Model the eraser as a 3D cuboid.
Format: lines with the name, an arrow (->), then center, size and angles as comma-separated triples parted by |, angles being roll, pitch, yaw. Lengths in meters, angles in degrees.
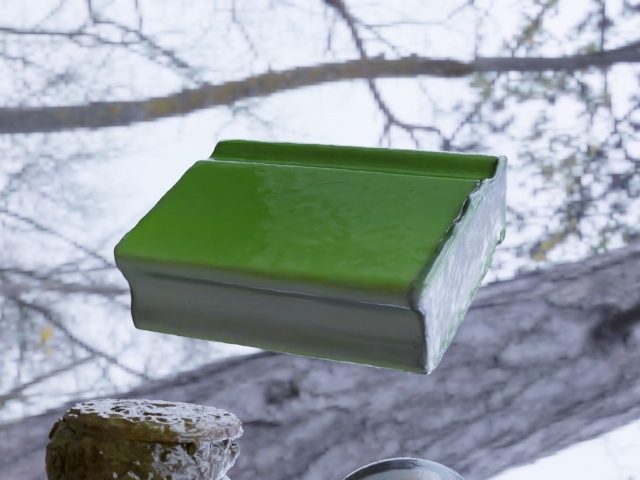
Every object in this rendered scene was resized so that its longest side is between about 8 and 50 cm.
eraser -> 0.000, 0.000, 1.181 | 0.274, 0.210, 0.092 | 4, -54, 27

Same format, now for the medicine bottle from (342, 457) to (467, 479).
medicine bottle -> 0.080, 0.338, 1.321 | 0.273, 0.165, 0.165 | -89, -161, -58

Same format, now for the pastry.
pastry -> -0.222, 0.268, 1.811 | 0.235, 0.240, 0.132 | 3, -91, 49
